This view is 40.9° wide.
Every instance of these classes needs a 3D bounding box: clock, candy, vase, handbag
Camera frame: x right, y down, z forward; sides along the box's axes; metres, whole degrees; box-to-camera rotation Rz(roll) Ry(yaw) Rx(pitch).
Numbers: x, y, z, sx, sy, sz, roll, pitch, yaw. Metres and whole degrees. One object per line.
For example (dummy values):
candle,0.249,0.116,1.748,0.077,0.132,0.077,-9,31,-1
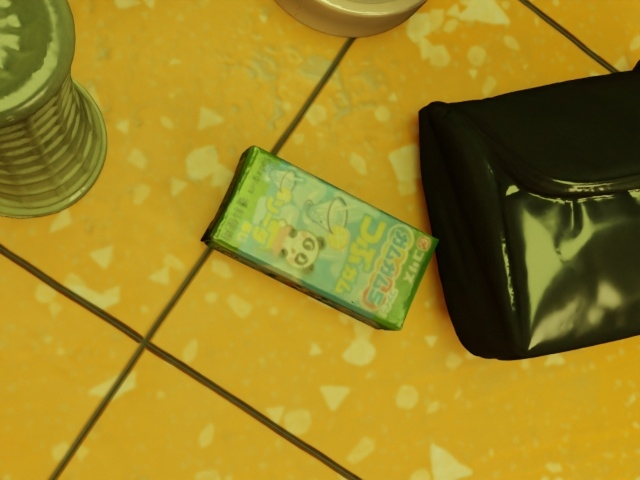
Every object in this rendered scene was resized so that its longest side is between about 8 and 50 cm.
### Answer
clock,0.032,-0.298,0.819,0.197,0.068,0.197,1,84,-14
candy,0.000,0.000,0.784,0.194,0.062,0.097,26,78,-11
vase,-0.229,-0.104,0.617,0.143,0.299,0.143,1,83,-13
handbag,0.258,-0.048,0.790,0.302,0.178,0.275,-10,87,-14
